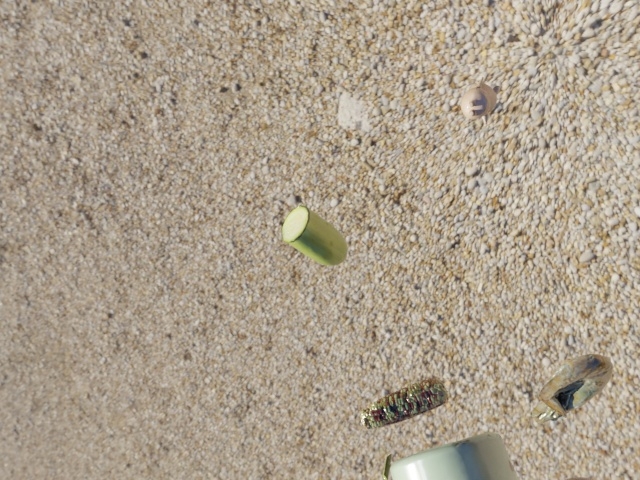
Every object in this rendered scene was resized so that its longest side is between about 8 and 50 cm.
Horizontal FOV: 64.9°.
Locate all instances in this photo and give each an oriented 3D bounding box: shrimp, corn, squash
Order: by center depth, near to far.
[{"bbox_3d":[0.612,0.385,1.279,0.168,0.077,0.317,6,131,-15],"label":"shrimp"},{"bbox_3d":[0.232,0.458,1.404,0.253,0.086,0.086,-24,99,2],"label":"corn"},{"bbox_3d":[0.000,0.000,1.625,0.132,0.132,0.247,-31,134,31],"label":"squash"}]

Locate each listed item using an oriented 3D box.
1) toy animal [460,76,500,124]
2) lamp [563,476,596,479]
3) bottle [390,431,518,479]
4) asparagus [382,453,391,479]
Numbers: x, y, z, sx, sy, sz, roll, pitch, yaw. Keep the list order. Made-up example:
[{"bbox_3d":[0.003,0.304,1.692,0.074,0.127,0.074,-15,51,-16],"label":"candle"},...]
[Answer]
[{"bbox_3d":[0.368,-0.319,1.170,0.089,0.150,0.083,49,131,7],"label":"toy animal"},{"bbox_3d":[0.571,0.678,1.098,0.239,0.305,0.305,47,121,13],"label":"lamp"},{"bbox_3d":[0.252,0.521,0.821,0.229,0.229,0.351,-32,58,31],"label":"bottle"},{"bbox_3d":[0.227,0.769,1.710,0.021,0.108,0.025,23,123,4],"label":"asparagus"}]
